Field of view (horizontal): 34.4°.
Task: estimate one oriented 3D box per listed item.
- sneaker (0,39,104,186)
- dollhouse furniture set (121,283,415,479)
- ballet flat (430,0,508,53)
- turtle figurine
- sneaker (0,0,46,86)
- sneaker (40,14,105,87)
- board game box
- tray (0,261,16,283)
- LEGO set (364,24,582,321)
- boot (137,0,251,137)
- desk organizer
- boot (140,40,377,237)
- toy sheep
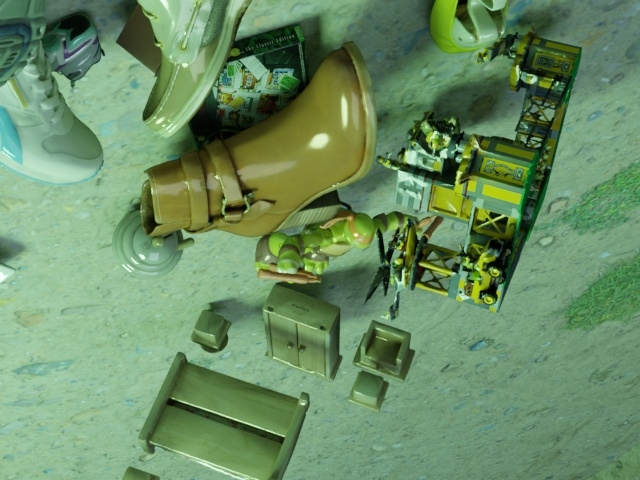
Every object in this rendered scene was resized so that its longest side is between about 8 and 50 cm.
[{"bbox_3d":[-0.261,-0.133,0.862,0.092,0.087,0.228,-34,125,19],"label":"sneaker"},{"bbox_3d":[-0.066,0.268,1.456,0.303,0.356,0.174,18,152,11],"label":"dollhouse furniture set"},{"bbox_3d":[0.157,-0.241,1.015,0.077,0.077,0.231,-16,152,-11],"label":"ballet flat"},{"bbox_3d":[0.000,0.000,1.269,0.269,0.087,0.217,-21,-179,-31],"label":"turtle figurine"},{"bbox_3d":[-0.254,-0.207,0.743,0.297,0.129,0.111,-48,169,22],"label":"sneaker"},{"bbox_3d":[-0.243,-0.160,0.940,0.098,0.038,0.069,-19,151,-2],"label":"sneaker"},{"bbox_3d":[-0.074,-0.124,1.125,0.136,0.030,0.260,-19,152,-7],"label":"board game box"},{"bbox_3d":[-0.479,0.024,1.117,0.145,0.030,0.270,-33,149,20],"label":"tray"},{"bbox_3d":[0.142,-0.087,1.111,0.192,0.331,0.255,17,139,14],"label":"LEGO set"},{"bbox_3d":[-0.145,-0.199,0.825,0.165,0.077,0.213,17,113,-26],"label":"boot"},{"bbox_3d":[-0.123,-0.213,0.912,0.130,0.050,0.047,-54,173,23],"label":"desk organizer"},{"bbox_3d":[-0.072,-0.092,1.063,0.220,0.109,0.283,-7,157,-19],"label":"boot"},{"bbox_3d":[-0.198,0.003,1.200,0.091,0.091,0.132,-9,174,-21],"label":"toy sheep"}]
